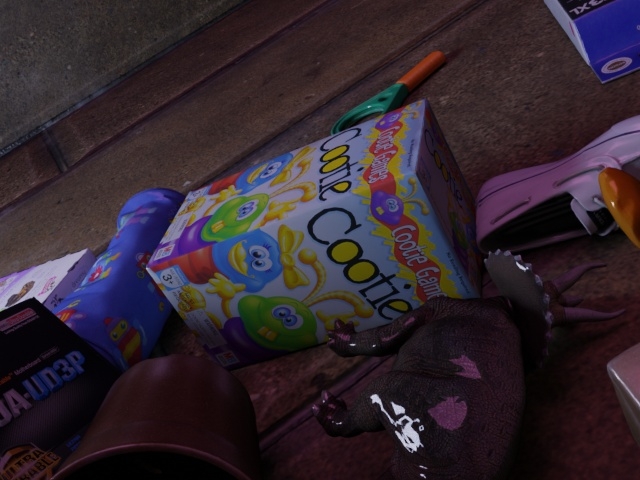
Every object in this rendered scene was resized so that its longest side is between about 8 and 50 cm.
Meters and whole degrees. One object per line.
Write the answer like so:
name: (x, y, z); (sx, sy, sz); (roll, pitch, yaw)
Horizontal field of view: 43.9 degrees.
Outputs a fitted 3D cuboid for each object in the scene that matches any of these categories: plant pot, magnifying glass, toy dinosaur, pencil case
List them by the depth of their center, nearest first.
toy dinosaur: (0.079, 0.106, 0.523); (0.160, 0.121, 0.313); (-26, 18, 40)
plant pot: (-0.109, 0.173, 0.567); (0.166, 0.167, 0.165); (-28, 18, 5)
pencil case: (-0.231, 0.063, 0.923); (0.133, 0.119, 0.306); (-26, 25, 28)
magnifying glass: (0.106, -0.212, 1.179); (0.231, 0.026, 0.092); (-44, 29, -23)

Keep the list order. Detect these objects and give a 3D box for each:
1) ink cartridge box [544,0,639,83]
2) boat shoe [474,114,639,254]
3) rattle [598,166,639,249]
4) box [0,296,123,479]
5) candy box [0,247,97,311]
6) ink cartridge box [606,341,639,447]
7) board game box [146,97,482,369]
ink cartridge box: (0.399, -0.324, 1.032); (0.175, 0.069, 0.371); (-22, 29, 16)
boat shoe: (0.235, -0.036, 0.677); (0.226, 0.083, 0.076); (-24, 36, 39)
rattle: (0.295, -0.003, 0.476); (0.130, 0.143, 0.199); (-26, 12, -38)
box: (-0.250, 0.147, 0.654); (0.051, 0.175, 0.220); (-53, -6, 20)
candy box: (-0.404, 0.105, 1.085); (0.196, 0.070, 0.165); (-15, 29, 29)
ink cartridge box: (0.263, 0.101, 0.310); (0.193, 0.088, 0.235); (-32, 39, 5)
board game box: (0.000, 0.000, 0.764); (0.275, 0.144, 0.142); (-19, 28, 23)
